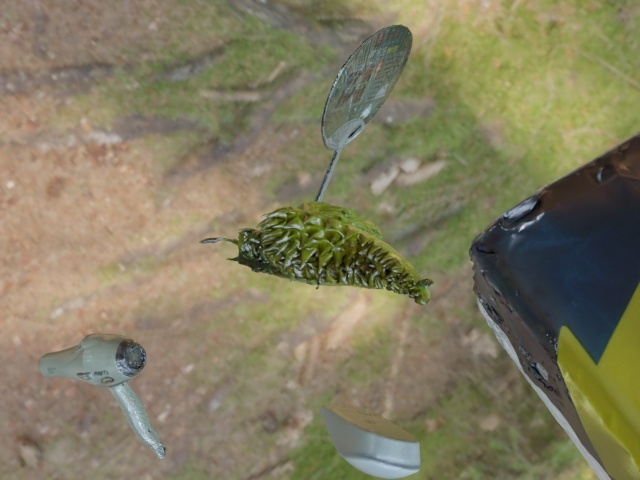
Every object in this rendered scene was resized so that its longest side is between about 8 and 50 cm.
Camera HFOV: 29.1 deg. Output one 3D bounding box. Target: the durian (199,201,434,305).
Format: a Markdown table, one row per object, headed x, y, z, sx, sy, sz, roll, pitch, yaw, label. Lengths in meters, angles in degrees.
| x | y | z | sx | sy | sz | roll | pitch | yaw | label |
| --- | --- | --- | --- | --- | --- | --- | --- | --- | --- |
| -0.003 | 0.007 | 1.540 | 0.132 | 0.375 | 0.107 | -7 | 105 | -47 | durian |

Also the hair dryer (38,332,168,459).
| x | y | z | sx | sy | sz | roll | pitch | yaw | label |
| --- | --- | --- | --- | --- | --- | --- | --- | --- | --- |
| -0.347 | 0.230 | 1.936 | 0.088 | 0.219 | 0.225 | -44 | 135 | -41 | hair dryer |

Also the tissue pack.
| x | y | z | sx | sy | sz | roll | pitch | yaw | label |
| --- | --- | --- | --- | --- | --- | --- | --- | --- | --- |
| 0.344 | 0.124 | 1.045 | 0.264 | 0.417 | 0.253 | -32 | 160 | -5 | tissue pack |

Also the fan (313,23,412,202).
| x | y | z | sx | sy | sz | roll | pitch | yaw | label |
| --- | --- | --- | --- | --- | --- | --- | --- | --- | --- |
| 0.042 | -0.184 | 1.738 | 0.294 | 0.012 | 0.223 | -57 | 163 | -2 | fan |

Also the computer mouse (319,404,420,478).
| x | y | z | sx | sy | sz | roll | pitch | yaw | label |
| --- | --- | --- | --- | --- | --- | --- | --- | --- | --- |
| 0.080 | 0.331 | 2.014 | 0.127 | 0.231 | 0.079 | 17 | 94 | -22 | computer mouse |
